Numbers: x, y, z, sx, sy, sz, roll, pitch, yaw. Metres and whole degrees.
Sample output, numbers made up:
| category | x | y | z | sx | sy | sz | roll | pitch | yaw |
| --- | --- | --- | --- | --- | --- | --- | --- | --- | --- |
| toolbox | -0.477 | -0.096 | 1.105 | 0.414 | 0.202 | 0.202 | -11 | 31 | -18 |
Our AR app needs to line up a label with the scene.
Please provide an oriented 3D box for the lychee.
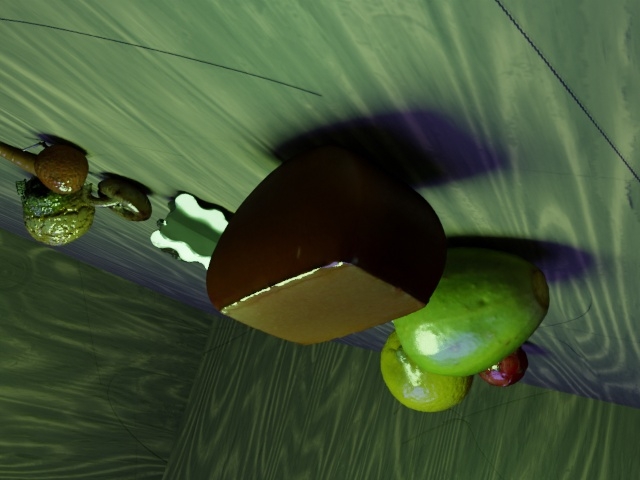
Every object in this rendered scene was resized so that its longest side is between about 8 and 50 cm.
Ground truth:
| category | x | y | z | sx | sy | sz | roll | pitch | yaw |
| --- | --- | --- | --- | --- | --- | --- | --- | --- | --- |
| lychee | -0.549 | -0.160 | 1.276 | 0.115 | 0.140 | 0.101 | -20 | 174 | -23 |

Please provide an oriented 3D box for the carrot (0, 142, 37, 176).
| category | x | y | z | sx | sy | sz | roll | pitch | yaw |
| --- | --- | --- | --- | --- | --- | --- | --- | --- | --- |
| carrot | -0.704 | -0.194 | 1.417 | 0.216 | 0.048 | 0.048 | 26 | 163 | -17 |

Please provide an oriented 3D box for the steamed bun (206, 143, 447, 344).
| category | x | y | z | sx | sy | sz | roll | pitch | yaw |
| --- | --- | --- | --- | --- | --- | --- | --- | --- | --- |
| steamed bun | 0.000 | 0.000 | 0.955 | 0.235 | 0.248 | 0.379 | 27 | 145 | -31 |

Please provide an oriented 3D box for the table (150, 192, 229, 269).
| category | x | y | z | sx | sy | sz | roll | pitch | yaw |
| --- | --- | --- | --- | --- | --- | --- | --- | --- | --- |
| table | -0.283 | -0.012 | 1.442 | 0.198 | 0.166 | 0.167 | 30 | 161 | -21 |

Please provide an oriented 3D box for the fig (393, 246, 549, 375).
| category | x | y | z | sx | sy | sz | roll | pitch | yaw |
| --- | --- | --- | --- | --- | --- | --- | --- | --- | --- |
| fig | 0.288 | 0.125 | 1.177 | 0.258 | 0.257 | 0.326 | 23 | 146 | -26 |

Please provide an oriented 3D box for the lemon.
| category | x | y | z | sx | sy | sz | roll | pitch | yaw |
| --- | --- | --- | --- | --- | --- | --- | --- | --- | --- |
| lemon | 0.361 | 0.419 | 2.043 | 0.336 | 0.335 | 0.336 | 15 | 166 | 4 |

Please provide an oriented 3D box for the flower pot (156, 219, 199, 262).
| category | x | y | z | sx | sy | sz | roll | pitch | yaw |
| --- | --- | --- | --- | --- | --- | --- | --- | --- | --- |
| flower pot | -0.355 | 0.020 | 1.755 | 0.251 | 0.084 | 0.179 | 9 | 165 | 22 |

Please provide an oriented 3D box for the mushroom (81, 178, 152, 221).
| category | x | y | z | sx | sy | sz | roll | pitch | yaw |
| --- | --- | --- | --- | --- | --- | --- | --- | --- | --- |
| mushroom | -0.480 | -0.102 | 1.442 | 0.171 | 0.080 | 0.135 | 19 | 153 | -11 |

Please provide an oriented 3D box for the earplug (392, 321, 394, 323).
| category | x | y | z | sx | sy | sz | roll | pitch | yaw |
| --- | --- | --- | --- | --- | --- | --- | --- | --- | --- |
| earplug | 0.268 | 0.189 | 1.603 | 0.301 | 0.172 | 0.172 | 29 | 162 | -23 |

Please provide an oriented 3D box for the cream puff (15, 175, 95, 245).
| category | x | y | z | sx | sy | sz | roll | pitch | yaw |
| --- | --- | --- | --- | --- | --- | --- | --- | --- | --- |
| cream puff | -0.690 | -0.096 | 1.543 | 0.184 | 0.183 | 0.169 | 12 | 153 | 14 |

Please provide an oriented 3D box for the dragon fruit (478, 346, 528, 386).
| category | x | y | z | sx | sy | sz | roll | pitch | yaw |
| --- | --- | --- | --- | --- | --- | --- | --- | --- | --- |
| dragon fruit | 0.593 | 0.395 | 2.001 | 0.172 | 0.172 | 0.209 | 1 | 154 | 44 |
